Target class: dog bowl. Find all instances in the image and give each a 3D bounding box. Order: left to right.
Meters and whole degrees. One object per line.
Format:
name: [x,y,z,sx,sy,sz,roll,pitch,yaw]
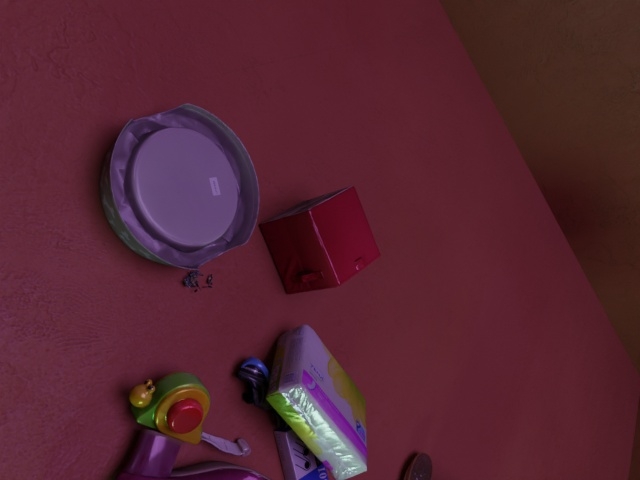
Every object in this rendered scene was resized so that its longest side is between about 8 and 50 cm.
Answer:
dog bowl: [-0.293,-0.106,1.217,0.348,0.102,0.349,11,74,-44]

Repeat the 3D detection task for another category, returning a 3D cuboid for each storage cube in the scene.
storage cube: [0.000,0.000,1.432,0.215,0.183,0.193,-30,102,-45]

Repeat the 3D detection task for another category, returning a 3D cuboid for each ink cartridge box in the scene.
ink cartridge box: [-0.039,0.530,1.374,0.097,0.046,0.207,-13,90,-46]

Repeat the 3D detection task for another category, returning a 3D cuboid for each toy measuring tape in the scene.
toy measuring tape: [-0.235,0.343,1.166,0.330,0.121,0.121,38,56,-39]

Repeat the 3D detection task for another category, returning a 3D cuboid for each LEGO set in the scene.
LEGO set: [-0.269,0.087,1.261,0.083,0.023,0.054,38,57,-49]

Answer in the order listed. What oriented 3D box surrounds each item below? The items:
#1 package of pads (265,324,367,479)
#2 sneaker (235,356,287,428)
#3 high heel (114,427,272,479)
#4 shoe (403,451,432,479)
package of pads: [0.002,0.367,1.353,0.297,0.101,0.229,55,17,-22]
sneaker: [-0.132,0.351,1.318,0.078,0.067,0.188,-36,110,-22]
high heel: [-0.230,0.516,1.137,0.377,0.127,0.181,33,60,-25]
shoe: [0.253,0.694,1.636,0.076,0.058,0.219,41,48,-7]
